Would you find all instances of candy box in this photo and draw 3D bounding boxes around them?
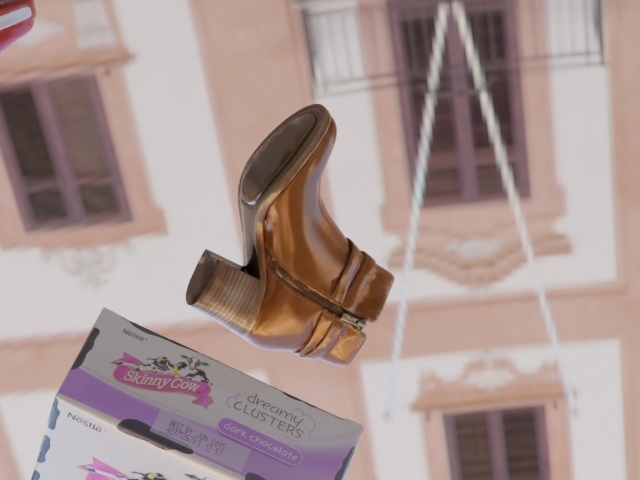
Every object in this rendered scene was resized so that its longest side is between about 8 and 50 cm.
[{"bbox_3d":[-0.084,0.149,1.036,0.165,0.196,0.070,25,-130,1],"label":"candy box"}]

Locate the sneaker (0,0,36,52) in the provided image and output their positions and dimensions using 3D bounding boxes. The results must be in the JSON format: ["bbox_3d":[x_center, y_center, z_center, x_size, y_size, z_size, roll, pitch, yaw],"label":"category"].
[{"bbox_3d":[-0.300,-0.098,1.308,0.221,0.128,0.087,-27,-149,-24],"label":"sneaker"}]

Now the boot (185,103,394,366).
[{"bbox_3d":[0.000,0.000,1.396,0.152,0.197,0.073,25,-165,-25],"label":"boot"}]
